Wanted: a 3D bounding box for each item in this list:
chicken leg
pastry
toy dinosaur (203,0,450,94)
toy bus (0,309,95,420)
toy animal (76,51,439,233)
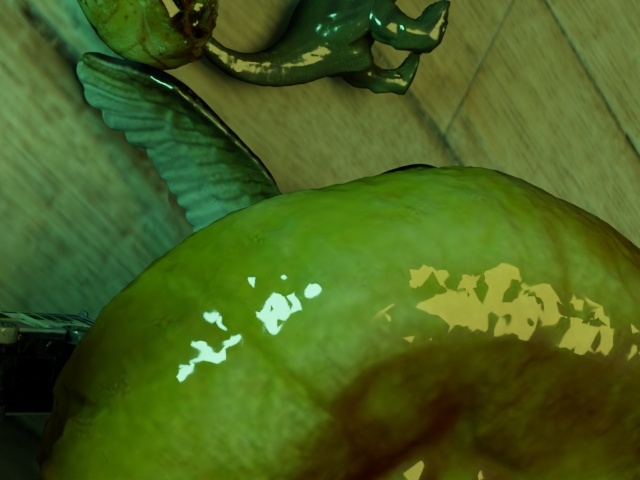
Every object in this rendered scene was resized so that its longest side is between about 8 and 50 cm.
[{"bbox_3d":[-0.108,-0.174,0.745,0.093,0.070,0.178,-38,108,-9],"label":"chicken leg"},{"bbox_3d":[0.030,0.121,0.691,0.356,0.164,0.356,-4,115,-9],"label":"pastry"},{"bbox_3d":[-0.010,-0.164,0.884,0.179,0.087,0.187,15,60,-10],"label":"toy dinosaur"},{"bbox_3d":[-0.151,0.062,0.710,0.102,0.058,0.052,6,97,-43],"label":"toy bus"},{"bbox_3d":[0.001,0.015,0.790,0.272,0.197,0.160,21,80,-50],"label":"toy animal"}]
